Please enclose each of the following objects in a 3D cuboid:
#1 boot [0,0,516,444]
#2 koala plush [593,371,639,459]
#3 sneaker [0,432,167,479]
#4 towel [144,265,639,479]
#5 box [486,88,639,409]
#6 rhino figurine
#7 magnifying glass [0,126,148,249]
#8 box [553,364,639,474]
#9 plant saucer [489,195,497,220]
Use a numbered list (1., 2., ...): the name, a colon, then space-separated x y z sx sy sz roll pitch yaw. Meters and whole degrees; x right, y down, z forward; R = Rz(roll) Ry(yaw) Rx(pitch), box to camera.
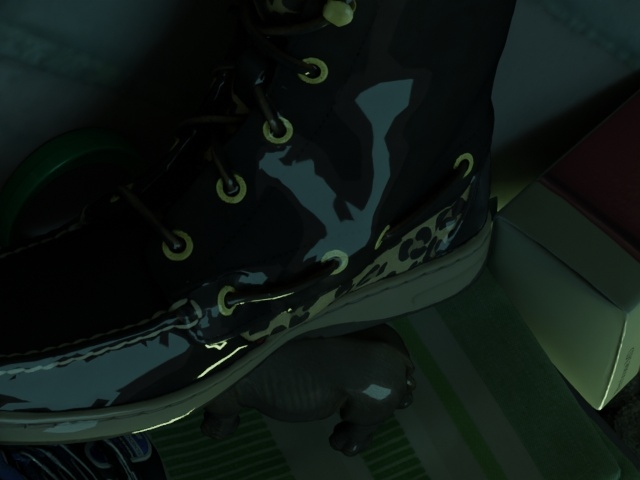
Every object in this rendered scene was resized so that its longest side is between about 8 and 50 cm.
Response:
1. boot: -0.039 -0.064 0.738 0.377 0.138 0.284 -15 133 -31
2. koala plush: 0.230 0.213 1.372 0.221 0.196 0.203 -33 159 -17
3. sneaker: -0.169 0.138 0.827 0.147 0.130 0.330 -30 178 -11
4. towel: 0.021 0.152 0.986 0.324 0.248 0.038 -25 144 -11
5. box: 0.249 -0.010 1.108 0.232 0.127 0.149 -40 153 -23
6. rhino figurine: -0.054 0.083 0.937 0.243 0.073 0.106 6 149 -2
7. magnifying glass: -0.163 0.026 0.864 0.092 0.026 0.231 -12 138 -38
8. box: 0.100 0.154 1.087 0.163 0.247 0.142 -29 146 -16
9. plant saucer: 0.045 0.022 1.038 0.192 0.018 0.067 -27 179 -25
